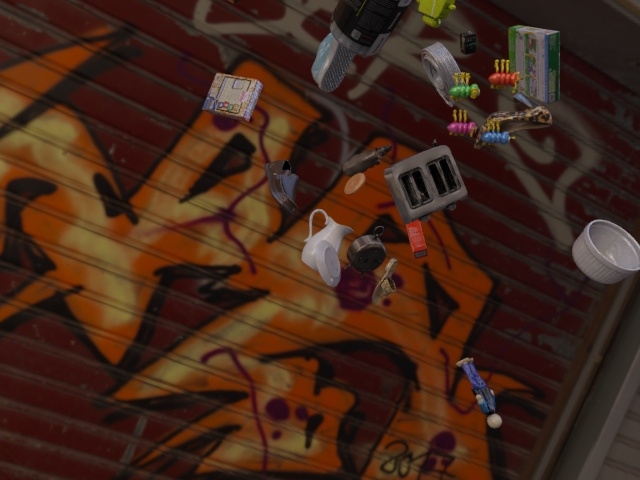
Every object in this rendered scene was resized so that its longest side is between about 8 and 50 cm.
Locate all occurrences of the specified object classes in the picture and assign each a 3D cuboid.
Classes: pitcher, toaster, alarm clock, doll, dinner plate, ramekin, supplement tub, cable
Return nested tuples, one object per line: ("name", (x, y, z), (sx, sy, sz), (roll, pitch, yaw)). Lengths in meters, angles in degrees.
("pitcher", (0.000, 0.000, 2.112), (0.177, 0.207, 0.125), (35, 0, 14))
("toaster", (0.267, -0.149, 1.425), (0.110, 0.168, 0.186), (-160, -133, -85))
("alarm clock", (0.164, 0.033, 1.858), (0.129, 0.192, 0.064), (7, 30, -29))
("doll", (0.436, 0.411, 1.499), (0.129, 0.046, 0.189), (19, 42, -54))
("dinner plate", (0.028, 0.065, 1.629), (0.017, 0.141, 0.141), (-15, -19, 27))
("ramekin", (0.926, 0.044, 1.812), (0.207, 0.109, 0.207), (12, 48, -14))
("supplement tub", (0.184, -0.788, 1.796), (0.207, 0.207, 0.338), (23, -37, -13))
("cable", (0.542, -0.746, 2.454), (0.257, 0.089, 0.257), (61, 5, 26))

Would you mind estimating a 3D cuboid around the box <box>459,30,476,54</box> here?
("box", (0.637, -0.853, 2.400), (0.052, 0.083, 0.062), (-13, 30, -2))

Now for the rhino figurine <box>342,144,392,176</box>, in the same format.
("rhino figurine", (0.178, -0.302, 2.067), (0.106, 0.073, 0.243), (-22, 0, -43))

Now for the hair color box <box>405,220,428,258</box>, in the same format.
("hair color box", (0.277, -0.024, 1.632), (0.043, 0.141, 0.072), (-15, -23, 8))

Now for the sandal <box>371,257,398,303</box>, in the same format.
("sandal", (0.313, 0.202, 2.532), (0.079, 0.240, 0.088), (31, 19, 29))

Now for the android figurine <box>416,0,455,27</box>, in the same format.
("android figurine", (0.452, -0.954, 2.141), (0.056, 0.248, 0.273), (-4, 31, -19))

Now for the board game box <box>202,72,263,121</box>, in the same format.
("board game box", (-0.313, -0.510, 1.975), (0.193, 0.147, 0.045), (19, -5, 29))

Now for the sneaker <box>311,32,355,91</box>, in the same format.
("sneaker", (0.066, -0.756, 2.108), (0.135, 0.366, 0.150), (4, 41, -47))

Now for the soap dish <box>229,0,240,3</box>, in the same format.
("soap dish", (-0.208, -0.868, 1.702), (0.118, 0.291, 0.229), (54, -2, -6))

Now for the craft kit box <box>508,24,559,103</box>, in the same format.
("craft kit box", (0.794, -0.660, 2.076), (0.061, 0.250, 0.247), (-19, 30, -11))

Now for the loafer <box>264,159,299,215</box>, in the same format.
("loafer", (-0.163, -0.263, 2.549), (0.134, 0.130, 0.366), (50, 13, -47))

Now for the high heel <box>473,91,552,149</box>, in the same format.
("high heel", (0.684, -0.390, 1.985), (0.093, 0.261, 0.186), (26, 22, -47))

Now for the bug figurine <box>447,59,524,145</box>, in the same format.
("bug figurine", (0.496, -0.399, 1.691), (0.216, 0.279, 0.072), (0, 37, 6))

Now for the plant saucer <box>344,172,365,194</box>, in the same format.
("plant saucer", (0.107, -0.180, 1.754), (0.013, 0.083, 0.083), (40, -7, -29))
